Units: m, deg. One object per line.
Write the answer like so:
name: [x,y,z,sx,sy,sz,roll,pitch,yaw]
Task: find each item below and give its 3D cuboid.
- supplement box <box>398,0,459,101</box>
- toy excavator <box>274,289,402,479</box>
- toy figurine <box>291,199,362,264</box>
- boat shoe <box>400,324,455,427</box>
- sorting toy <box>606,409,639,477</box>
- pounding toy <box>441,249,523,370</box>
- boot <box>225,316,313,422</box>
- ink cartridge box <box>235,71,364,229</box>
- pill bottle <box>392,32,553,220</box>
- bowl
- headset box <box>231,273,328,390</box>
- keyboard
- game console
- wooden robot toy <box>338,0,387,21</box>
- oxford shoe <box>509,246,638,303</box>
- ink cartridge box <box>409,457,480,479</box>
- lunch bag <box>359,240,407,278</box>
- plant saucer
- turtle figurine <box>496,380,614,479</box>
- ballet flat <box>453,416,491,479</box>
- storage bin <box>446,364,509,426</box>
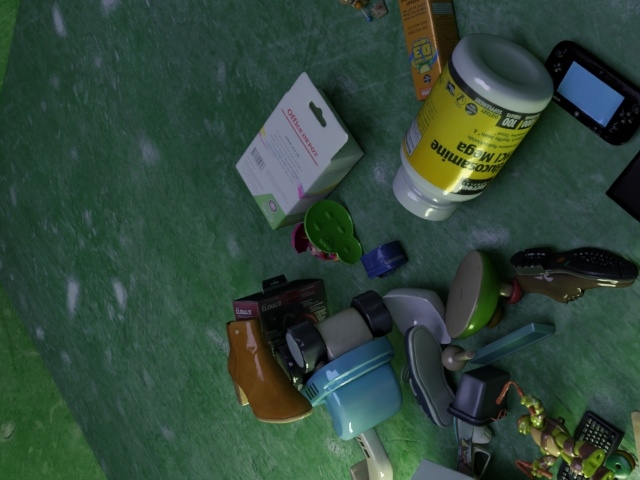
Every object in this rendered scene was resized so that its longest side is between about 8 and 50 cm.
supplement box: [0.218,-0.395,1.414,0.078,0.080,0.233,-7,99,48]
toy excavator: [0.084,0.398,1.659,0.445,0.222,0.433,62,159,16]
toy figurine: [0.000,0.000,1.752,0.173,0.130,0.159,49,151,-9]
boat shoe: [0.230,0.293,1.581,0.079,0.095,0.254,8,130,55]
sorting toy: [0.630,0.358,1.247,0.275,0.046,0.132,-5,98,46]
pounding toy: [0.328,0.143,1.433,0.183,0.110,0.236,122,163,-71]
boot: [-0.131,0.280,1.618,0.295,0.104,0.211,1,103,55]
ink cartridge box: [-0.038,-0.210,1.695,0.353,0.119,0.207,-46,68,43]
pill bottle: [0.264,-0.195,1.337,0.188,0.188,0.334,51,139,22]
bowl: [0.220,0.155,1.567,0.142,0.053,0.142,2,132,47]
headset box: [-0.086,0.234,1.805,0.110,0.218,0.293,-3,101,48]
keyboard: [0.527,0.427,1.389,0.108,0.023,0.180,32,124,34]
game console: [0.508,-0.188,1.209,0.361,0.044,0.213,47,130,25]
wooden robot toy: [0.064,-0.531,1.527,0.173,0.079,0.076,52,132,21]
oxford shoe: [0.466,0.068,1.316,0.227,0.083,0.096,3,123,45]
ink cartridge box: [0.308,0.622,1.494,0.270,0.197,0.198,10,141,43]
lunch bag: [0.141,0.049,1.631,0.098,0.067,0.065,-33,78,46]
plant saucer: [0.376,0.210,1.443,0.192,0.067,0.018,-40,50,43]
turtle figurine: [0.454,0.396,1.387,0.217,0.087,0.269,30,141,55]
ballet flat: [0.331,0.444,1.565,0.079,0.077,0.221,6,112,25]
storage bin: [0.335,0.315,1.477,0.098,0.135,0.091,21,107,40]
